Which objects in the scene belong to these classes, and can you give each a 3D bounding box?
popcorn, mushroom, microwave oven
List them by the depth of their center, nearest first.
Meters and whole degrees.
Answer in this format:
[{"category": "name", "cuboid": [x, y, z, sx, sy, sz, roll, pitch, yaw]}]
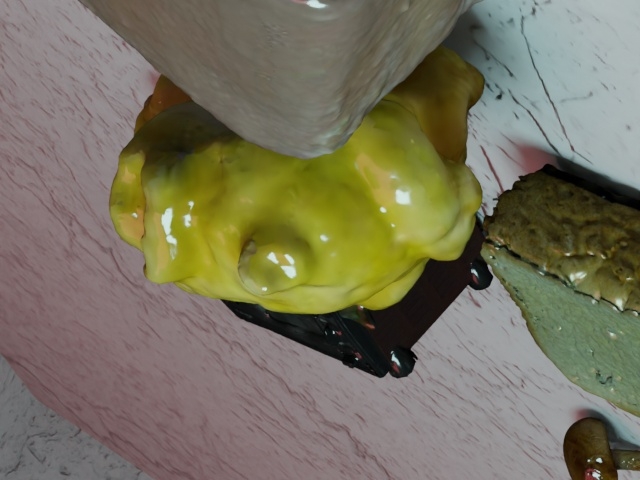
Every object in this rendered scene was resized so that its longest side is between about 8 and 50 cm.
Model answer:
[{"category": "popcorn", "cuboid": [0.001, -0.055, 1.474, 0.297, 0.316, 0.281, 17, 132, 42]}, {"category": "microwave oven", "cuboid": [0.000, -0.002, 1.788, 0.247, 0.188, 0.178, 18, 151, 50]}, {"category": "mushroom", "cuboid": [0.286, 0.221, 1.919, 0.129, 0.073, 0.088, 13, 113, 50]}]

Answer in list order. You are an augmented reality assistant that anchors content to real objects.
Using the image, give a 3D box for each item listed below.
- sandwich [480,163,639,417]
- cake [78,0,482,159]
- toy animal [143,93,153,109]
[{"category": "sandwich", "cuboid": [0.280, 0.072, 1.548, 0.273, 0.095, 0.249, 25, 160, 38]}, {"category": "cake", "cuboid": [-0.038, -0.239, 1.246, 0.309, 0.237, 0.230, 38, 160, 15]}, {"category": "toy animal", "cuboid": [-0.112, -0.081, 2.017, 0.188, 0.089, 0.179, 49, 146, -7]}]
